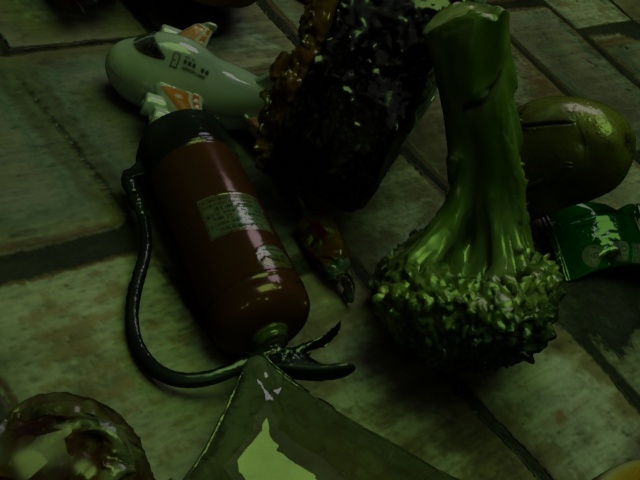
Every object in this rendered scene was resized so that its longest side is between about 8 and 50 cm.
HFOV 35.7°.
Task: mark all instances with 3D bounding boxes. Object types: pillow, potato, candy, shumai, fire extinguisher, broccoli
[{"bbox_3d":[0.019,0.245,0.936,0.302,0.075,0.185,31,52,-4],"label":"pillow"},{"bbox_3d":[0.314,-0.113,1.379,0.169,0.248,0.144,43,51,-31],"label":"potato"},{"bbox_3d":[0.000,0.000,1.226,0.046,0.053,0.182,-6,48,-26],"label":"candy"},{"bbox_3d":[0.418,-0.008,1.472,0.203,0.078,0.141,2,46,-23],"label":"candy"},{"bbox_3d":[-0.198,0.197,0.815,0.161,0.153,0.210,8,46,-15],"label":"shumai"},{"bbox_3d":[-0.124,0.032,1.094,0.200,0.113,0.376,-30,56,0],"label":"fire extinguisher"},{"bbox_3d":[0.171,-0.028,1.112,0.274,0.397,0.353,-10,53,-7],"label":"broccoli"}]

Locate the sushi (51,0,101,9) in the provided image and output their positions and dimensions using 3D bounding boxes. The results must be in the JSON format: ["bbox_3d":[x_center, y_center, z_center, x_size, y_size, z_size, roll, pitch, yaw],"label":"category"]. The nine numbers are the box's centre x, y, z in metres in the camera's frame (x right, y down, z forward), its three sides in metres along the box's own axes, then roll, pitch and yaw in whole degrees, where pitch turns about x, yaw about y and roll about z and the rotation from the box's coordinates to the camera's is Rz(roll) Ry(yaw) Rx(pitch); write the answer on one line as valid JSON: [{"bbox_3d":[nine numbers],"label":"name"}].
[{"bbox_3d":[-0.367,-0.441,1.422,0.129,0.124,0.332,-18,58,-30],"label":"sushi"}]

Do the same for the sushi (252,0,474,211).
[{"bbox_3d":[0.048,-0.211,1.256,0.207,0.234,0.349,26,82,-1],"label":"sushi"}]

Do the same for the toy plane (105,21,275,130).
[{"bbox_3d":[-0.159,-0.211,1.305,0.244,0.117,0.245,17,42,-16],"label":"toy plane"}]

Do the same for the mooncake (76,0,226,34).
[{"bbox_3d":[-0.242,-0.319,1.367,0.150,0.057,0.347,24,16,5],"label":"mooncake"}]

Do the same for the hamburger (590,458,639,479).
[{"bbox_3d":[0.332,0.356,0.948,0.301,0.170,0.302,13,42,-12],"label":"hamburger"}]

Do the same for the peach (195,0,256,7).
[{"bbox_3d":[-0.188,-0.431,1.474,0.251,0.153,0.251,29,23,-13],"label":"peach"}]

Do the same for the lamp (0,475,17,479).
[{"bbox_3d":[-0.264,0.272,0.593,0.303,0.257,0.303,-12,22,5],"label":"lamp"}]

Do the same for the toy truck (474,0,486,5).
[{"bbox_3d":[0.141,-0.326,1.436,0.132,0.338,0.184,24,38,-6],"label":"toy truck"}]
